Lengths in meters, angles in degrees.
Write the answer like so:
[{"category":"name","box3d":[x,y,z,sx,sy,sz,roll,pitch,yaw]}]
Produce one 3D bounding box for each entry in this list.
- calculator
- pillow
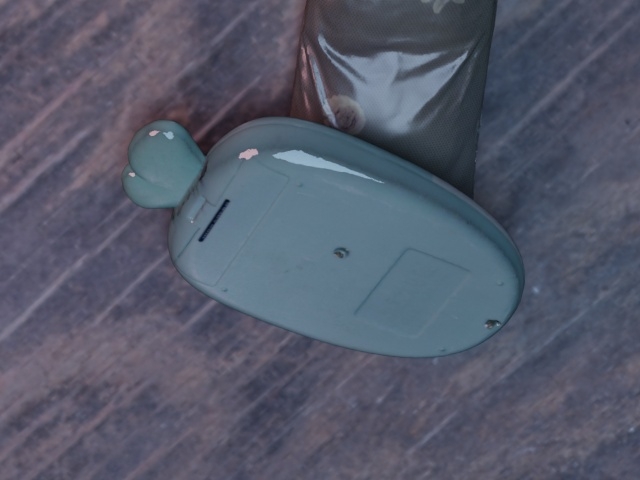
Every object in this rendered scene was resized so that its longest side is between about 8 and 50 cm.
[{"category":"calculator","box3d":[0.000,0.000,1.359,0.295,0.042,0.184,22,136,-14]},{"category":"pillow","box3d":[0.053,-0.121,1.352,0.169,0.059,0.255,3,110,-7]}]
